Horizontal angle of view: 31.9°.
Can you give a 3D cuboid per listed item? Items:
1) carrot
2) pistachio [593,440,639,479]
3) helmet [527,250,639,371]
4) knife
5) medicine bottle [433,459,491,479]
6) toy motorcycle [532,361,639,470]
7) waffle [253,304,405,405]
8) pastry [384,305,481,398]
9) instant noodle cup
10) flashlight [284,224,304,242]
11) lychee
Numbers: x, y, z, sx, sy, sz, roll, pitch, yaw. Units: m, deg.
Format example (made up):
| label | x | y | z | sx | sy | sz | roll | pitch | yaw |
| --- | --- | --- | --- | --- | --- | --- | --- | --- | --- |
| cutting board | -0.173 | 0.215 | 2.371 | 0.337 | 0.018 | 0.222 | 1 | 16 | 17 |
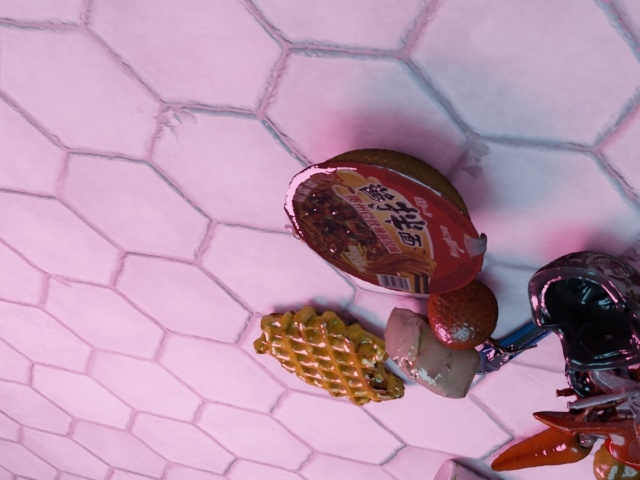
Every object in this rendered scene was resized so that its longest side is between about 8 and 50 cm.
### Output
| label | x | y | z | sx | sy | sz | roll | pitch | yaw |
| --- | --- | --- | --- | --- | --- | --- | --- | --- | --- |
| carrot | 0.368 | 0.353 | 1.890 | 0.069 | 0.069 | 0.336 | 30 | 154 | -10 |
| pistachio | 0.509 | 0.321 | 1.711 | 0.189 | 0.100 | 0.110 | -18 | 162 | 16 |
| helmet | 0.362 | 0.077 | 1.441 | 0.177 | 0.107 | 0.153 | 54 | 144 | -10 |
| knife | 0.292 | 0.149 | 1.661 | 0.044 | 0.026 | 0.296 | 38 | 148 | -1 |
| medicine bottle | 0.302 | 0.488 | 2.095 | 0.183 | 0.086 | 0.086 | 29 | 148 | -8 |
| toy motorcycle | 0.466 | 0.265 | 1.601 | 0.298 | 0.171 | 0.089 | 29 | -169 | -3 |
| waffle | 0.025 | 0.198 | 1.880 | 0.291 | 0.051 | 0.291 | 18 | 150 | 11 |
| pastry | 0.165 | 0.169 | 1.670 | 0.166 | 0.088 | 0.166 | 31 | -177 | -2 |
| instant noodle cup | 0.093 | -0.042 | 1.444 | 0.274 | 0.090 | 0.274 | 17 | 148 | 11 |
| flashlight | 0.000 | 0.000 | 1.621 | 0.110 | 0.031 | 0.052 | 28 | 147 | -7 |
| lychee | 0.209 | 0.113 | 1.575 | 0.140 | 0.101 | 0.114 | 65 | 154 | 2 |
